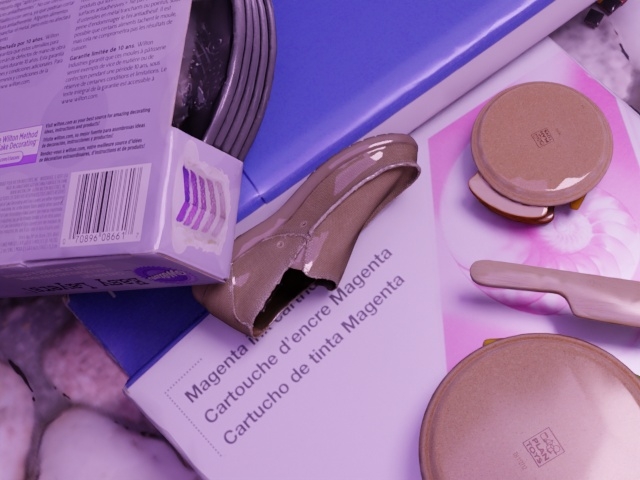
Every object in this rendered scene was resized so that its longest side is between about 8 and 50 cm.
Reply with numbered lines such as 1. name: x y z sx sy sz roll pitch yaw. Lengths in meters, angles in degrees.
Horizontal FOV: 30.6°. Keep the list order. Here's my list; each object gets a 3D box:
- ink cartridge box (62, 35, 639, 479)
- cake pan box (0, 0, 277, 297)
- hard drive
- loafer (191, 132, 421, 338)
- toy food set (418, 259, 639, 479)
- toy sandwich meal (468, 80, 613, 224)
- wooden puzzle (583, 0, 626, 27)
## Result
1. ink cartridge box: 0.058 0.033 0.678 0.324 0.071 0.330 -44 74 -6
2. cake pan box: -0.149 -0.092 0.686 0.267 0.070 0.245 -7 71 34
3. hard drive: 0.027 -0.156 0.718 0.319 0.040 0.210 -35 52 -3
4. loafer: 0.000 0.000 0.637 0.148 0.056 0.050 -39 69 6
5. toy food set: 0.116 0.109 0.589 0.132 0.038 0.192 11 70 12
6. toy sandwich meal: 0.121 -0.048 0.648 0.086 0.029 0.085 -2 67 4
7. wooden puzzle: 0.186 -0.177 0.758 0.083 0.006 0.049 -43 73 -7
